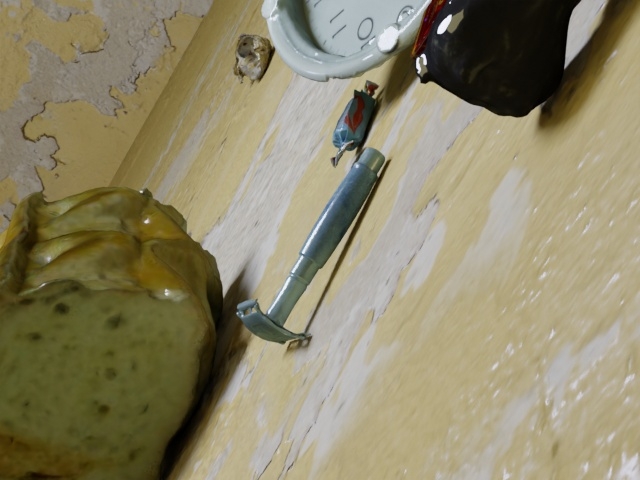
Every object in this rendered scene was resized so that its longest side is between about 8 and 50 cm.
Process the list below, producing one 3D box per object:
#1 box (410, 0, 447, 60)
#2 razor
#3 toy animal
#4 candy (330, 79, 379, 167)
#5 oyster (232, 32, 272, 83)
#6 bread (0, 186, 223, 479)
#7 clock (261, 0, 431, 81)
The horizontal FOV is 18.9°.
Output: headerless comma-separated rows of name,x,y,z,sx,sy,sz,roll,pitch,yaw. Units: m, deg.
box,0.087,-0.148,1.176,0.082,0.023,0.051,-54,12,41
razor,0.000,0.000,1.197,0.135,0.040,0.068,-59,9,-12
toy animal,0.143,-0.213,0.837,0.168,0.106,0.343,-82,15,-45
candy,0.024,-0.083,1.337,0.030,0.020,0.083,-51,12,47
oyster,-0.072,-0.199,2.187,0.083,0.038,0.080,-111,34,-44
bread,-0.183,0.076,1.459,0.252,0.239,0.196,-123,26,-72
clock,0.051,-0.213,1.324,0.236,0.053,0.236,-28,52,44
